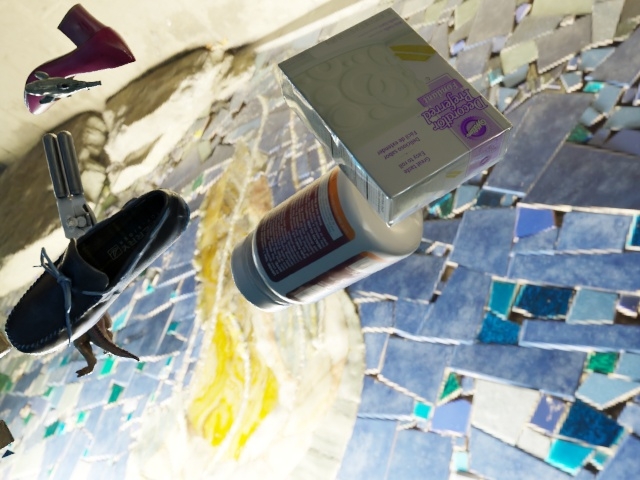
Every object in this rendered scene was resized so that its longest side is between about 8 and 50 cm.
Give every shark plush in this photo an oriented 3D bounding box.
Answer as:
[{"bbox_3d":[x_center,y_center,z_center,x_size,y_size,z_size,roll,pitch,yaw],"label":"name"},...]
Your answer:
[{"bbox_3d":[-0.583,-0.342,1.514,0.161,0.073,0.067,4,-174,-16],"label":"shark plush"}]

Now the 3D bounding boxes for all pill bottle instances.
[{"bbox_3d":[0.000,0.000,1.387,0.224,0.224,0.392,33,137,-29],"label":"pill bottle"}]

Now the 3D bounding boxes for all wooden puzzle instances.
[{"bbox_3d":[-0.740,0.448,1.505,0.014,0.079,0.116,17,122,49],"label":"wooden puzzle"}]

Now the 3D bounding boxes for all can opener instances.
[{"bbox_3d":[-0.633,-0.133,1.679,0.074,0.280,0.093,-11,-170,-1],"label":"can opener"}]

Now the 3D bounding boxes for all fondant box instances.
[{"bbox_3d":[0.116,-0.215,1.105,0.330,0.238,0.096,53,166,25],"label":"fondant box"}]

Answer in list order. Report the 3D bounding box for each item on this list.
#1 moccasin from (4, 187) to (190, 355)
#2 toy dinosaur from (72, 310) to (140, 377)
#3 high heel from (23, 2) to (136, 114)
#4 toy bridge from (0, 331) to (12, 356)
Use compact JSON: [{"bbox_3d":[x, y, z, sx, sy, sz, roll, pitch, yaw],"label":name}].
[{"bbox_3d":[-0.359,0.031,1.027,0.138,0.342,0.117,41,171,9],"label":"moccasin"},{"bbox_3d":[-0.487,0.147,1.376,0.296,0.127,0.200,32,122,38],"label":"toy dinosaur"},{"bbox_3d":[-0.604,-0.391,1.644,0.181,0.127,0.377,43,134,-9],"label":"high heel"},{"bbox_3d":[-0.428,0.097,0.792,0.063,0.026,0.188,49,166,13],"label":"toy bridge"}]
